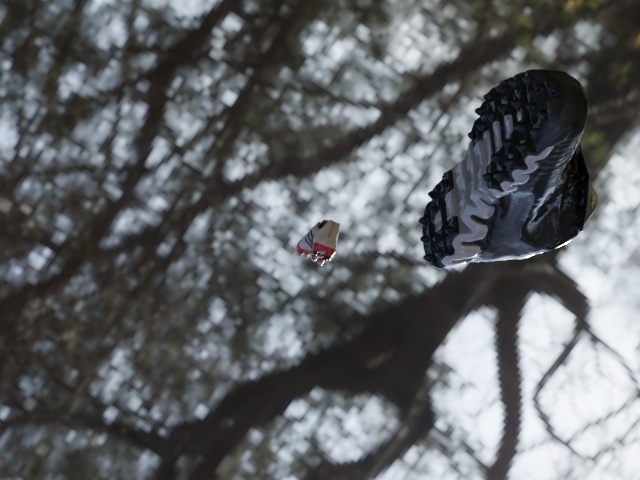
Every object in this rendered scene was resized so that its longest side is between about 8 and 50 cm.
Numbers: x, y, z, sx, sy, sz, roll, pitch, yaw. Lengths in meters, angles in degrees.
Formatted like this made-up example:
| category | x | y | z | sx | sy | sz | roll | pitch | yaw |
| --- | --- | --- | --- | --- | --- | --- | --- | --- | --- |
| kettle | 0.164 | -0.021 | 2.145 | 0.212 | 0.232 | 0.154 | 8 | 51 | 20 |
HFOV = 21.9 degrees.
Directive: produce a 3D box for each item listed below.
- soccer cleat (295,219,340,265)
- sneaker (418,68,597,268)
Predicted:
| category | x | y | z | sx | sy | sz | roll | pitch | yaw |
| --- | --- | --- | --- | --- | --- | --- | --- | --- | --- |
| soccer cleat | 0.000 | 0.000 | 1.423 | 0.029 | 0.035 | 0.083 | 23 | 173 | -9 |
| sneaker | 0.151 | -0.047 | 1.148 | 0.106 | 0.234 | 0.078 | 3 | -116 | -15 |
